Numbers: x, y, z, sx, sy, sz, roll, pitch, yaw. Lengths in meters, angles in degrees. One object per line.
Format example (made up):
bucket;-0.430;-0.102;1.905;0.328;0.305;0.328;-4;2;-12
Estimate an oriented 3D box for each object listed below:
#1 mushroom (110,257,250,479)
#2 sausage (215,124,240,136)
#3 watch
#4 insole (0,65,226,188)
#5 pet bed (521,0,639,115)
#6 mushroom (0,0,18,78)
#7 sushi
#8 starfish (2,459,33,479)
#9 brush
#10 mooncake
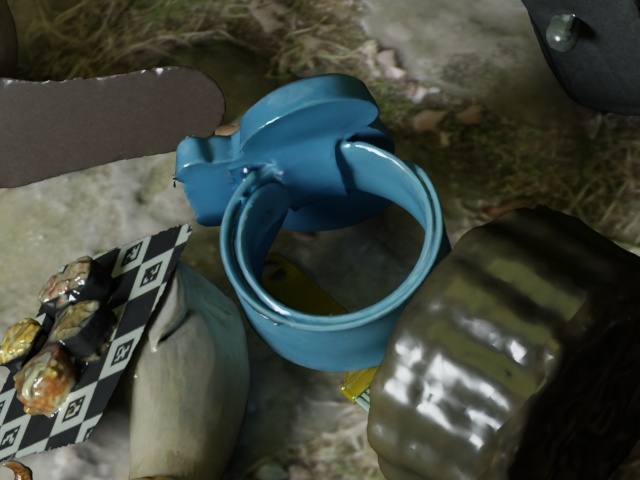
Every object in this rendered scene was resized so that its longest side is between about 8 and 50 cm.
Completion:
mushroom;-0.106;0.117;1.512;0.108;0.096;0.247;4;51;-9
sausage;-0.034;-0.090;1.713;0.116;0.026;0.026;-3;50;15
watch;0.000;0.000;1.522;0.211;0.211;0.193;-18;63;3
insole;-0.244;-0.099;1.736;0.328;0.111;0.007;-7;28;2
pet bed;0.227;-0.203;1.603;0.159;0.211;0.183;-46;52;-9
mushroom;-0.371;-0.166;1.806;0.206;0.209;0.206;-1;77;6
sushi;-0.204;0.072;1.558;0.193;0.040;0.210;-18;40;46
starfish;-0.279;0.262;1.466;0.238;0.057;0.213;-26;47;-4
brush;0.014;0.068;1.570;0.082;0.010;0.218;-40;49;-16
mooncake;0.146;0.097;1.357;0.124;0.228;0.228;29;64;32
